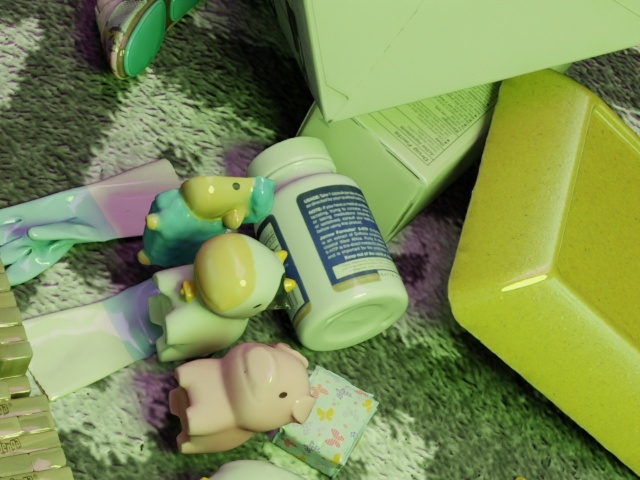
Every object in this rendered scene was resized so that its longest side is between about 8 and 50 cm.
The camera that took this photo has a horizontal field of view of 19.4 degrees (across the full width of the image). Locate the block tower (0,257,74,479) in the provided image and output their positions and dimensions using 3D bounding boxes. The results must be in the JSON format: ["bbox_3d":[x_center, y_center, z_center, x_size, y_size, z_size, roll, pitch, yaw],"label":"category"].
[{"bbox_3d":[-0.287,0.140,1.576,0.097,0.091,0.335,-7,61,-27],"label":"block tower"}]

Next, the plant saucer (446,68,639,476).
[{"bbox_3d":[0.288,0.019,1.822,0.333,0.081,0.333,40,47,-26],"label":"plant saucer"}]

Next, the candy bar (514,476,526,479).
[{"bbox_3d":[0.242,0.274,1.753,0.161,0.018,0.040,33,48,1],"label":"candy bar"}]

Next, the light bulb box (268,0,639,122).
[{"bbox_3d":[0.115,-0.330,1.832,0.358,0.225,0.361,-14,37,-7],"label":"light bulb box"}]

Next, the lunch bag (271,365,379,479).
[{"bbox_3d":[0.006,0.164,1.708,0.071,0.053,0.083,30,61,1],"label":"lunch bag"}]

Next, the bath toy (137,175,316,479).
[{"bbox_3d":[-0.065,0.117,1.633,0.129,0.151,0.348,-6,67,-17],"label":"bath toy"}]

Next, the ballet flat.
[{"bbox_3d":[-0.178,-0.238,1.894,0.079,0.077,0.221,20,45,14],"label":"ballet flat"}]

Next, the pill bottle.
[{"bbox_3d":[0.000,0.000,1.776,0.112,0.112,0.187,-9,63,-28],"label":"pill bottle"}]

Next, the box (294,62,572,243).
[{"bbox_3d":[0.123,-0.149,1.920,0.148,0.121,0.311,43,53,9],"label":"box"}]

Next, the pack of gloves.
[{"bbox_3d":[-0.190,0.022,1.724,0.232,0.046,0.195,-20,67,-32],"label":"pack of gloves"}]
